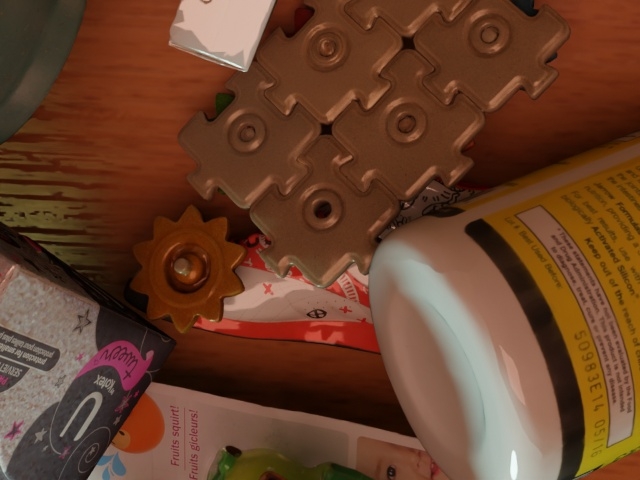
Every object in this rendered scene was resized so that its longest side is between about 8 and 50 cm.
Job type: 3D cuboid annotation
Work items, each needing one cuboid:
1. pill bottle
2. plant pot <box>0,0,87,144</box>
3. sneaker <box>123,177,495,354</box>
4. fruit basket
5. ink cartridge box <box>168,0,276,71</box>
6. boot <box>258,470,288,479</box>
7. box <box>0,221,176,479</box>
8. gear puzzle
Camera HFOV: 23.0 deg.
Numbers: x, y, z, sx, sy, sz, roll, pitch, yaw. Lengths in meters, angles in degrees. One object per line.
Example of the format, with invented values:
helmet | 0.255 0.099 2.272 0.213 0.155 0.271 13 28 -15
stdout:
pill bottle | 0.215 0.025 1.013 0.334 0.188 0.188 -21 108 -19
plant pot | -0.270 -0.166 0.987 0.196 0.293 0.293 25 110 -36
sneaker | 0.001 0.000 1.116 0.270 0.090 0.145 8 96 6
fruit basket | -0.062 0.259 1.156 0.353 0.165 0.327 8 118 10
ink cartridge box | -0.051 -0.175 1.030 0.056 0.135 0.099 21 108 -5
boot | -0.094 0.255 1.045 0.264 0.096 0.280 39 126 9
box | -0.225 0.073 1.007 0.142 0.247 0.163 32 87 21
gear puzzle | 0.007 -0.062 1.063 0.339 0.044 0.175 -46 68 4
